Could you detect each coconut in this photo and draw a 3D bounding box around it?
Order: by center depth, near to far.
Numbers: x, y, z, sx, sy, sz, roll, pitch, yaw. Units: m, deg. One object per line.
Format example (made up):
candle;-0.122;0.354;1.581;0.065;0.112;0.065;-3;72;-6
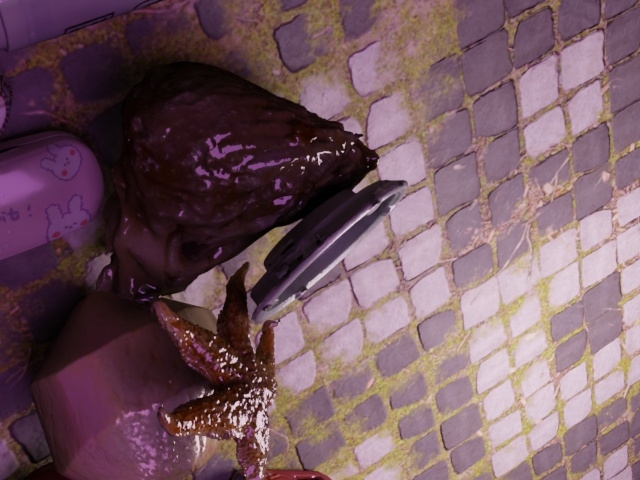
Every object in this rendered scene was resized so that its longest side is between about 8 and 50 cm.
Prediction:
coconut;-0.222;0.175;1.193;0.259;0.259;0.259;-17;126;-25

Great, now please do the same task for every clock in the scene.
clock;0.000;0.000;1.135;0.236;0.053;0.236;-43;174;-6

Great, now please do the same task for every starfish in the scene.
starfish;-0.098;0.146;1.097;0.060;0.299;0.302;-11;163;19

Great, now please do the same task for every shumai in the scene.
shumai;-0.110;-0.036;1.107;0.346;0.217;0.283;9;109;-62

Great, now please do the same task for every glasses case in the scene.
glasses case;-0.373;-0.029;1.048;0.297;0.075;0.113;-22;126;-23

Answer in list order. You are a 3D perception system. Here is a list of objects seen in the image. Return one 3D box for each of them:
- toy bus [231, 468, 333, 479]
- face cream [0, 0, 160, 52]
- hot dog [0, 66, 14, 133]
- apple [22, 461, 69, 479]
toy bus;-0.093;0.574;1.545;0.233;0.203;0.427;7;111;-43
face cream;-0.289;-0.249;0.921;0.369;0.145;0.145;-25;129;-18
hot dog;-0.393;-0.150;0.971;0.191;0.059;0.108;23;95;-36
apple;-0.317;0.370;1.267;0.181;0.168;0.181;-11;140;-9
